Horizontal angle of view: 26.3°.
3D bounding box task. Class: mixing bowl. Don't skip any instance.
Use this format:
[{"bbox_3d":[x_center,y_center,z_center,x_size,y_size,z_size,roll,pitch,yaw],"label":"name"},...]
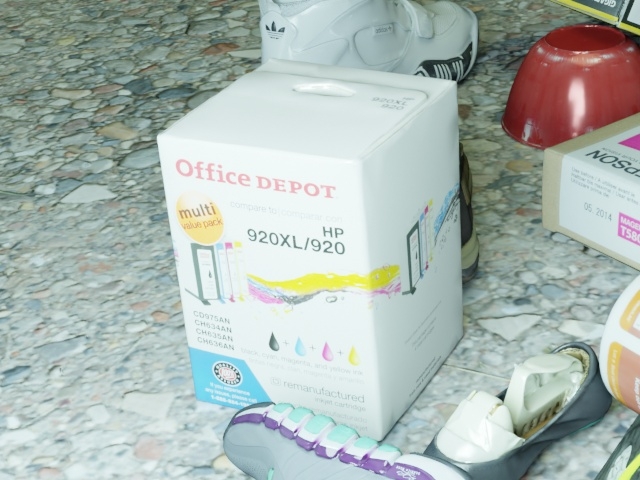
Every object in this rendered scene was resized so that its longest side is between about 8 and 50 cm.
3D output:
[{"bbox_3d":[0.287,-0.174,1.489,0.181,0.098,0.181,-4,28,2],"label":"mixing bowl"}]

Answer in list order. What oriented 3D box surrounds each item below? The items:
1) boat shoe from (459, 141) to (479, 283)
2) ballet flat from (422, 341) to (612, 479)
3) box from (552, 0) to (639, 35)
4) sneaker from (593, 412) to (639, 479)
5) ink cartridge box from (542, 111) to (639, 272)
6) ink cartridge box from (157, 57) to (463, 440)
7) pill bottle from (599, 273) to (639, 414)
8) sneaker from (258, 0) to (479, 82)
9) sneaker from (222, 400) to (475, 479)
[{"bbox_3d":[0.087,-0.084,1.313,0.132,0.130,0.355,-7,27,-3],"label":"boat shoe"},{"bbox_3d":[0.131,0.127,0.967,0.203,0.074,0.074,-26,34,-34],"label":"ballet flat"},{"bbox_3d":[0.349,-0.290,1.610,0.257,0.079,0.322,10,17,-33],"label":"box"},{"bbox_3d":[0.233,0.224,0.733,0.147,0.145,0.384,24,22,-11],"label":"sneaker"},{"bbox_3d":[0.347,-0.040,1.231,0.193,0.088,0.235,-21,32,-29],"label":"ink cartridge box"},{"bbox_3d":[0.000,0.000,1.056,0.171,0.232,0.168,9,31,27],"label":"ink cartridge box"},{"bbox_3d":[0.303,0.103,0.924,0.121,0.121,0.216,-21,34,-27],"label":"pill bottle"},{"bbox_3d":[0.061,-0.265,1.579,0.137,0.210,0.366,19,36,37],"label":"sneaker"},{"bbox_3d":[0.000,0.174,0.896,0.224,0.083,0.098,9,51,43],"label":"sneaker"}]
